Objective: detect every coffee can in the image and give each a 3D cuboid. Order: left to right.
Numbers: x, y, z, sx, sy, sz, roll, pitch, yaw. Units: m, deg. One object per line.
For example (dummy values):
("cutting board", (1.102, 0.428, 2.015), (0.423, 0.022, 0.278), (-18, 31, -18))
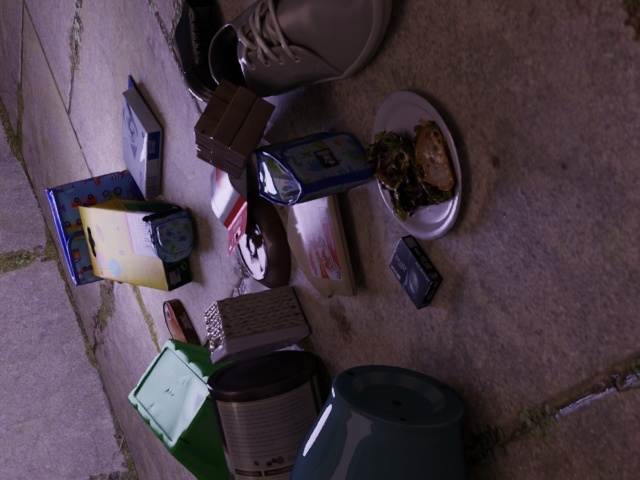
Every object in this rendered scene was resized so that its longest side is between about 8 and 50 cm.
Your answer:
("coffee can", (-0.081, 0.365, 1.602), (0.202, 0.202, 0.275), (8, 111, 62))

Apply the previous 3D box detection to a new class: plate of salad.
("plate of salad", (0.113, -0.093, 1.132), (0.200, 0.048, 0.199), (41, 140, 47))

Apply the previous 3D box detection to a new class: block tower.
("block tower", (-0.143, -0.173, 1.404), (0.091, 0.097, 0.335), (30, 174, -6))

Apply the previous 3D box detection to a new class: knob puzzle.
("knob puzzle", (0.000, 0.000, 1.428), (0.213, 0.030, 0.213), (40, 139, 47))

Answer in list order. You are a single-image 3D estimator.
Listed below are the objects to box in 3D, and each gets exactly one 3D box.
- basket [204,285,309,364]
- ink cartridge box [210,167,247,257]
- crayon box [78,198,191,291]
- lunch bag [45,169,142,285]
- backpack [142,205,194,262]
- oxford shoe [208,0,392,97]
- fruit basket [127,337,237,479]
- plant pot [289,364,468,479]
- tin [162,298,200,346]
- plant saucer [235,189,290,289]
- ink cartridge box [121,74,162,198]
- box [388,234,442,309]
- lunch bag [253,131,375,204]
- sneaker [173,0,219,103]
("basket", (-0.123, 0.154, 1.609), (0.113, 0.167, 0.103), (-42, 62, 62))
("ink cartridge box", (-0.177, -0.074, 1.655), (0.145, 0.045, 0.179), (131, 142, -60))
("crayon box", (-0.469, 0.004, 2.186), (0.319, 0.081, 0.202), (8, 113, 40))
("lunch bag", (-0.580, -0.023, 2.334), (0.138, 0.221, 0.293), (9, 114, 66))
("backpack", (-0.343, -0.008, 2.013), (0.084, 0.105, 0.114), (29, 132, 56))
("oxford shoe", (-0.042, -0.293, 1.236), (0.449, 0.130, 0.169), (-11, 93, 63))
("fruit basket", (-0.204, 0.421, 1.901), (0.392, 0.282, 0.392), (34, 174, 4))
("plant pot", (0.084, 0.322, 1.211), (0.272, 0.272, 0.255), (32, 118, 54))
("tin", (-0.361, 0.238, 2.268), (0.189, 0.040, 0.106), (60, 147, 26))
("plant saucer", (-0.118, 0.005, 1.658), (0.199, 0.036, 0.198), (39, 138, 48))
("ink cartridge box", (-0.454, -0.255, 2.156), (0.224, 0.045, 0.223), (55, 149, 34))
("box", (0.131, 0.044, 1.209), (0.083, 0.018, 0.067), (58, 150, 28))
("lunch bag", (-0.008, -0.102, 1.274), (0.151, 0.129, 0.096), (30, 133, 55))
("sneaker", (-0.210, -0.349, 1.579), (0.222, 0.083, 0.118), (60, 150, 28))
